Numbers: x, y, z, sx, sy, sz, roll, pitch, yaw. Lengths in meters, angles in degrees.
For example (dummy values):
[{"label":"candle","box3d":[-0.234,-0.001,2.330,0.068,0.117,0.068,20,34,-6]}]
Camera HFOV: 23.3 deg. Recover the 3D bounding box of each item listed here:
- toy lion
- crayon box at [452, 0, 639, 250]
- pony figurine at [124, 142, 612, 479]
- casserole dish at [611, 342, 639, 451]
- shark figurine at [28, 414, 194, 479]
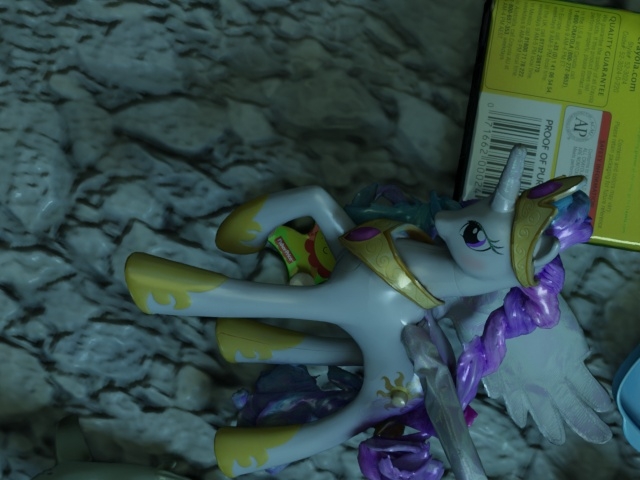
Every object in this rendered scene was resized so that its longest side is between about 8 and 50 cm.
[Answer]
[{"label":"toy lion","box3d":[0.000,0.000,1.363,0.096,0.034,0.100,-33,90,-7]},{"label":"crayon box","box3d":[0.284,-0.088,1.338,0.318,0.081,0.202,10,90,0]},{"label":"pony figurine","box3d":[0.073,0.095,1.239,0.363,0.303,0.351,-9,120,24]},{"label":"casserole dish","box3d":[0.327,0.104,1.344,0.188,0.037,0.114,-45,114,-1]},{"label":"shark figurine","box3d":[-0.153,0.250,1.344,0.278,0.166,0.116,13,116,-17]}]
